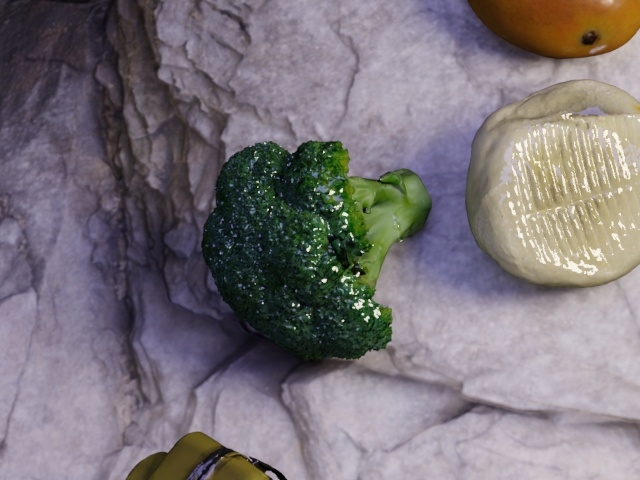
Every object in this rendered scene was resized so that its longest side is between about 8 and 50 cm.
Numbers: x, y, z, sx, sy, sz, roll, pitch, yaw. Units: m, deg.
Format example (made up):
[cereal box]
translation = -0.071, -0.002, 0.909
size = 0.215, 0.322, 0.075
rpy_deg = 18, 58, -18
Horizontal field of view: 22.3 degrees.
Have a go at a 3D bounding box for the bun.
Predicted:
[bun]
translation = 0.258, -0.060, 1.727
size = 0.230, 0.145, 0.229
rpy_deg = 0, 92, -11

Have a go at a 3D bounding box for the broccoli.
[broccoli]
translation = 0.000, 0.000, 1.734
size = 0.269, 0.269, 0.254
rpy_deg = -9, 108, 9

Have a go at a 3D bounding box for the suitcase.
[suitcase]
translation = -0.129, 0.314, 1.620
size = 0.143, 0.194, 0.235
rpy_deg = 29, 75, 33

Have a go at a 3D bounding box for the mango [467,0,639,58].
[mango]
translation = 0.252, -0.298, 1.829
size = 0.254, 0.139, 0.175
rpy_deg = 31, 65, 31
